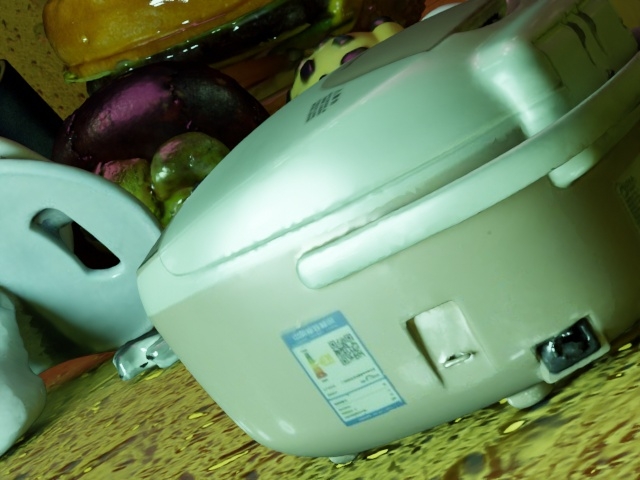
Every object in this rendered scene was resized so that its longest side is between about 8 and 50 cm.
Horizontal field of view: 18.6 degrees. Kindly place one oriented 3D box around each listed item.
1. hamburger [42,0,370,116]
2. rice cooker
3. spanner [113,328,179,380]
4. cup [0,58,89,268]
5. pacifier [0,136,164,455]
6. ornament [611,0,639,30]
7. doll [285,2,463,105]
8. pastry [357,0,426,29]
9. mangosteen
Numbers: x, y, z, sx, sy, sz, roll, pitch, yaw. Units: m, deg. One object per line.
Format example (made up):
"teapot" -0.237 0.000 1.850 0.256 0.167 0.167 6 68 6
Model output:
"hamburger" -0.071 -0.140 1.569 0.291 0.225 0.291 -23 11 5
"rice cooker" 0.034 -0.004 0.670 0.206 0.127 0.145 -21 12 34
"spanner" 0.000 0.000 1.174 0.302 0.017 0.071 -34 13 -31
"cup" -0.240 -0.056 1.684 0.239 0.177 0.166 -34 24 30
"pacifier" -0.226 0.063 1.187 0.279 0.227 0.207 -28 48 21
"ornament" 0.124 -0.121 1.022 0.059 0.201 0.180 -26 53 27
"doll" 0.052 -0.087 1.193 0.291 0.086 0.117 10 79 67
"pastry" -0.009 -0.201 1.952 0.311 0.162 0.255 -37 12 41
"mangosteen" -0.100 -0.036 1.319 0.166 0.166 0.180 -31 28 -5
